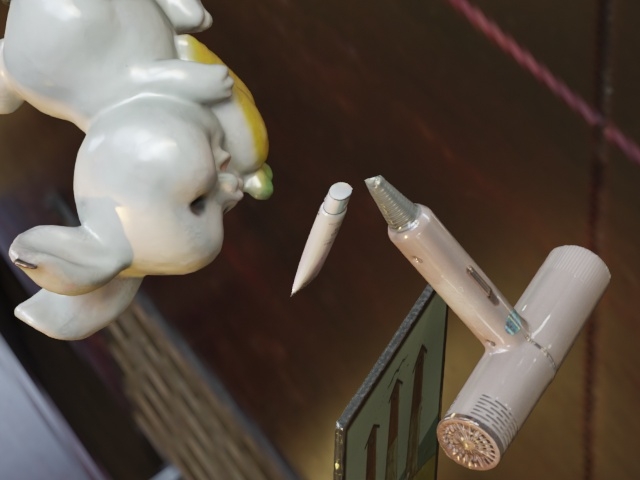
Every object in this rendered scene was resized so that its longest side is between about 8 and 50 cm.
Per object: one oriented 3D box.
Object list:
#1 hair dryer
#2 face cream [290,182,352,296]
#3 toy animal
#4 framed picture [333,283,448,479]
[{"bbox_3d":[0.106,0.016,1.364,0.053,0.195,0.220,-10,121,44],"label":"hair dryer"},{"bbox_3d":[0.000,0.000,1.603,0.020,0.038,0.115,35,131,14],"label":"face cream"},{"bbox_3d":[-0.168,-0.087,1.636,0.183,0.247,0.310,128,127,-79],"label":"toy animal"},{"bbox_3d":[0.064,0.208,1.796,0.013,0.244,0.324,18,133,18],"label":"framed picture"}]
